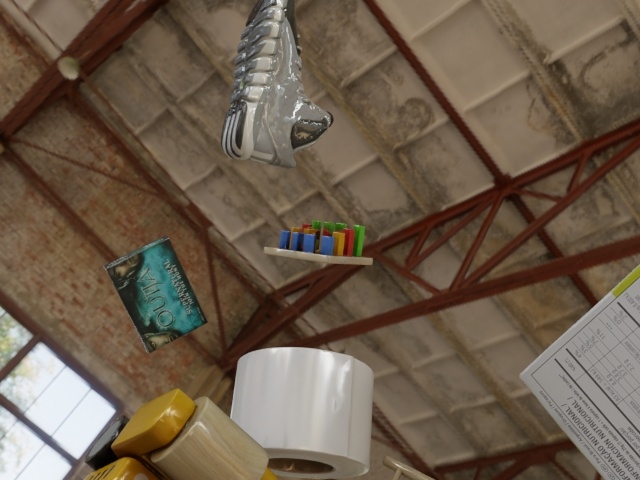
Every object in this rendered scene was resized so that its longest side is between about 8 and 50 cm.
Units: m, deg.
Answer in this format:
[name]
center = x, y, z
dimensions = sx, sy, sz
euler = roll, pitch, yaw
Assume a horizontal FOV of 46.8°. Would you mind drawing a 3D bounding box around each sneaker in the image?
[sneaker]
center = -0.038, -0.196, 0.926
dimensions = 0.132, 0.229, 0.086
euler = 16, -5, -28

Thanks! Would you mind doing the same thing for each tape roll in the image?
[tape roll]
center = -0.033, 0.303, 1.273
dimensions = 0.246, 0.169, 0.246
euler = 4, -27, 2

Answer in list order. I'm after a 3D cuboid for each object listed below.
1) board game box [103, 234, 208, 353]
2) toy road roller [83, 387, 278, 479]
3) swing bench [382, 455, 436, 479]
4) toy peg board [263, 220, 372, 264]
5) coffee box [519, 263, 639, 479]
[board game box]
center = -0.300, 0.100, 1.359
dimensions = 0.026, 0.126, 0.186
euler = 27, -38, 62
[toy road roller]
center = -0.247, 0.388, 1.083
dimensions = 0.202, 0.240, 0.329
euler = 45, -46, -12
[swing bench]
center = 0.198, 0.534, 1.236
dimensions = 0.254, 0.165, 0.253
euler = 11, -65, 16
[toy peg board]
center = 0.000, 0.000, 1.481
dimensions = 0.161, 0.160, 0.079
euler = 7, -89, 36
[coffee box]
center = 0.522, 0.163, 0.889
dimensions = 0.338, 0.337, 0.334
euler = 52, -54, 24
